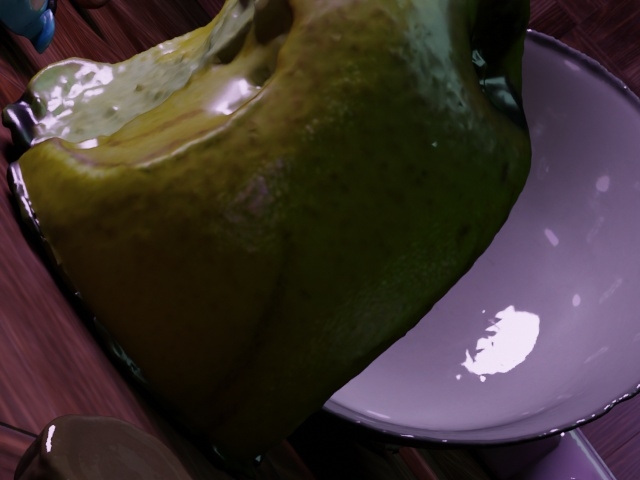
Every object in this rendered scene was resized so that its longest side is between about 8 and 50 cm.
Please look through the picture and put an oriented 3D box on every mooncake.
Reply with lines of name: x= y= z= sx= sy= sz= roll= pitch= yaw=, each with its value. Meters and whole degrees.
mooncake: x=0.007 y=0.135 z=0.533 sx=0.347 sy=0.057 sz=0.150 roll=51 pitch=16 yaw=-37

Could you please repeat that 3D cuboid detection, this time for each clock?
clock: x=0.304 y=0.307 z=1.763 sx=0.322 sy=0.113 sz=0.295 roll=53 pitch=5 yaw=9

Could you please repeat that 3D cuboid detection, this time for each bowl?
bowl: x=0.073 y=0.021 z=0.960 sx=0.337 sy=0.337 sz=0.158 roll=53 pitch=-24 yaw=28

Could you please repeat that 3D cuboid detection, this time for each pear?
pear: x=-0.007 y=-0.054 z=0.695 sx=0.164 sy=0.255 sz=0.238 roll=50 pitch=9 yaw=-32

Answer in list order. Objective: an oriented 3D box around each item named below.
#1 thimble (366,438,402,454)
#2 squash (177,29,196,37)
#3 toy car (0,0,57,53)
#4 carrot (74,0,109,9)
thimble: x=0.060 y=0.093 z=1.069 sx=0.115 sy=0.102 sz=0.090 roll=10 pitch=36 yaw=-54
squash: x=-0.089 y=-0.116 z=1.212 sx=0.118 sy=0.118 sz=0.370 roll=51 pitch=3 yaw=-4
toy car: x=-0.206 y=-0.209 z=0.914 sx=0.161 sy=0.098 sz=0.126 roll=51 pitch=6 yaw=28
carrot: x=-0.250 y=-0.280 z=1.429 sx=0.048 sy=0.048 sz=0.216 roll=48 pitch=1 yaw=-37
